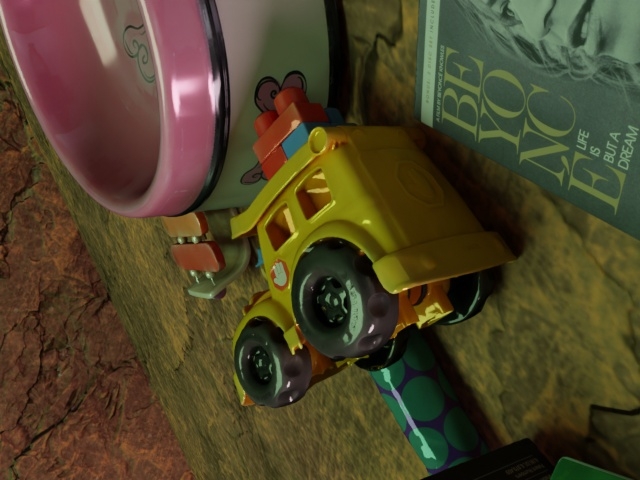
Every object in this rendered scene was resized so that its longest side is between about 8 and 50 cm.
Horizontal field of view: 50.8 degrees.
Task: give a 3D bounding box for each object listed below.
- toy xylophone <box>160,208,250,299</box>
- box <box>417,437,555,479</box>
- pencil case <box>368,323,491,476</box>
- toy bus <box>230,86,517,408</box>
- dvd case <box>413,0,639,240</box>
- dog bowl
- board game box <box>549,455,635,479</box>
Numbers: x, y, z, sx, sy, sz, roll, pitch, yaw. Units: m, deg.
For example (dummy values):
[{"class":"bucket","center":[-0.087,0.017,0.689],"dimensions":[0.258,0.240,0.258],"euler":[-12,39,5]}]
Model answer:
[{"class":"toy xylophone","center":[-0.202,-0.070,0.956],"dimensions":[0.322,0.081,0.236],"euler":[66,155,-3]},{"class":"box","center":[0.134,0.382,0.461],"dimensions":[0.312,0.179,0.343],"euler":[41,120,38]},{"class":"pencil case","center":[0.097,0.151,0.617],"dimensions":[0.151,0.064,0.070],"euler":[61,-171,9]},{"class":"toy bus","center":[0.000,0.000,0.523],"dimensions":[0.220,0.149,0.211],"euler":[-44,68,40]},{"class":"dvd case","center":[0.133,-0.101,0.370],"dimensions":[0.221,0.018,0.164],"euler":[40,146,40]},{"class":"dog bowl","center":[-0.172,-0.201,0.634],"dimensions":[0.408,0.150,0.408],"euler":[31,134,39]},{"class":"board game box","center":[0.262,0.181,0.235],"dimensions":[0.213,0.046,0.317],"euler":[36,163,-23]}]
